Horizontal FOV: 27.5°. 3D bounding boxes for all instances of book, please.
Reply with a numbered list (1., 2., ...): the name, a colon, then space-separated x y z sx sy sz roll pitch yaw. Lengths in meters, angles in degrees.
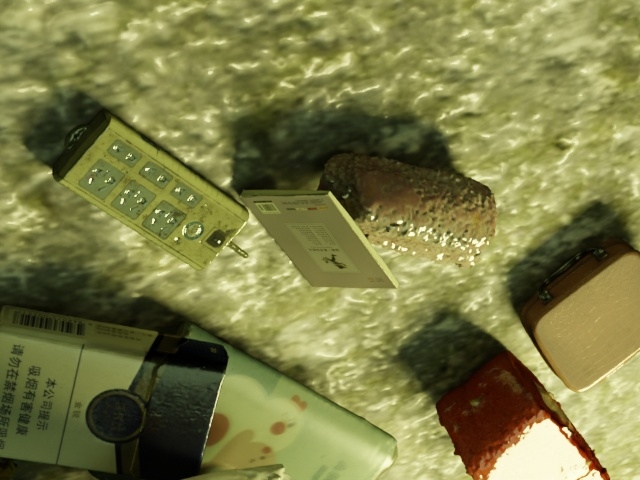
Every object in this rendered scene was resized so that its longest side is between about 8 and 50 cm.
1. book: 0.000 0.000 1.502 0.181 0.127 0.014 52 51 -40

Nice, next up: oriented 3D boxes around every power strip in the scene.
1. power strip: -0.170 -0.043 1.432 0.092 0.034 0.268 -47 129 9

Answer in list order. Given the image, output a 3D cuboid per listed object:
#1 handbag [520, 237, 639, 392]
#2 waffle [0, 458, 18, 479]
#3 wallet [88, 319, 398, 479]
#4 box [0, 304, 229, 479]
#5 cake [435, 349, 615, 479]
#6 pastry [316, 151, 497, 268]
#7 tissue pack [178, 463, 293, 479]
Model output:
1. handbag: 0.366 0.094 1.737 0.193 0.072 0.151 -40 106 5
2. waffle: -0.471 0.294 1.507 0.229 0.051 0.231 -33 129 1
3. wallet: -0.103 0.265 1.625 0.360 0.083 0.252 33 106 -27
4. box: -0.246 0.177 1.468 0.259 0.071 0.168 11 111 -10
5. cake: 0.273 0.275 1.782 0.151 0.177 0.283 -43 124 6
6. pastry: 0.122 -0.033 1.535 0.265 0.112 0.103 15 80 -39
7. tissue pack: -0.165 0.439 1.496 0.266 0.194 0.356 0 133 -54
